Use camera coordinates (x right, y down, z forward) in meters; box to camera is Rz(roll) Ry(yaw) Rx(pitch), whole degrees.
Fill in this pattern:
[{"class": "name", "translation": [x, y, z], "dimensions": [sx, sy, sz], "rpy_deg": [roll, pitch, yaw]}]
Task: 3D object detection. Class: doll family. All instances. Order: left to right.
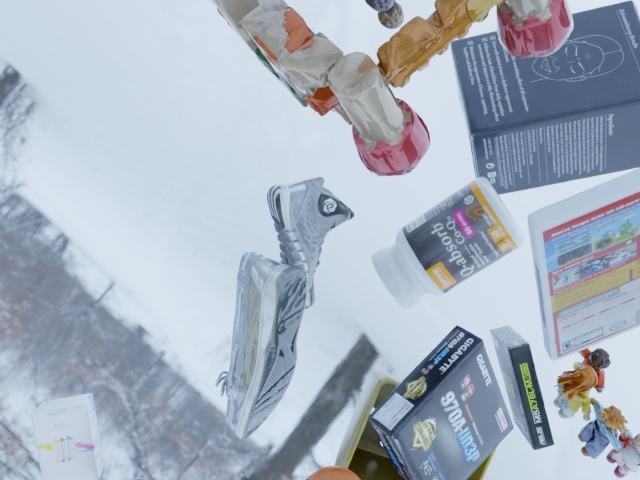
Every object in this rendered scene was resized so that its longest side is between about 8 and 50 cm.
[{"class": "doll family", "translation": [0.497, 0.315, 1.609], "dimensions": [0.163, 0.118, 0.263], "rpy_deg": [99, 153, -58]}]

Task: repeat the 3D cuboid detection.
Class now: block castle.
[{"class": "block castle", "translation": [0.046, -0.311, 1.076], "dimensions": [0.453, 0.303, 0.213], "rpy_deg": [50, -179, 31]}]

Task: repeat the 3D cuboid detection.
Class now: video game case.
[{"class": "video game case", "translation": [0.337, 0.023, 0.988], "dimensions": [0.285, 0.204, 0.025], "rpy_deg": [65, -177, -52]}]

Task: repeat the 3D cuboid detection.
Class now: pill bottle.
[{"class": "pill bottle", "translation": [0.250, 0.010, 1.768], "dimensions": [0.162, 0.278, 0.162], "rpy_deg": [52, -168, -16]}]

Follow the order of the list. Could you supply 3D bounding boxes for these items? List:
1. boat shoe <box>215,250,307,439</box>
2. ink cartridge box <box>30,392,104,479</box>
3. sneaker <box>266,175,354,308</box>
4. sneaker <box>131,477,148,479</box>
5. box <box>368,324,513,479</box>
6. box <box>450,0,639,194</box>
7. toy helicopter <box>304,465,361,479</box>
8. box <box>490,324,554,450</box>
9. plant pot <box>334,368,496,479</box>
[{"class": "boat shoe", "translation": [-0.104, 0.172, 1.428], "dimensions": [0.103, 0.118, 0.320], "rpy_deg": [24, 120, 24]}, {"class": "ink cartridge box", "translation": [-0.410, 0.335, 1.460], "dimensions": [0.092, 0.090, 0.143], "rpy_deg": [-165, 65, -82]}, {"class": "sneaker", "translation": [0.000, 0.000, 1.449], "dimensions": [0.086, 0.132, 0.229], "rpy_deg": [-133, 28, -55]}, {"class": "sneaker", "translation": [-0.378, 0.425, 1.478], "dimensions": [0.064, 0.192, 0.086], "rpy_deg": [-25, 90, 59]}, {"class": "box", "translation": [0.168, 0.245, 1.200], "dimensions": [0.051, 0.175, 0.220], "rpy_deg": [31, 156, 43]}, {"class": "box", "translation": [0.499, -0.298, 1.890], "dimensions": [0.212, 0.395, 0.293], "rpy_deg": [67, -164, -51]}, {"class": "toy helicopter", "translation": [0.065, 0.444, 1.044], "dimensions": [0.355, 0.235, 0.140], "rpy_deg": [32, 143, -10]}, {"class": "box", "translation": [0.359, 0.258, 1.598], "dimensions": [0.191, 0.045, 0.184], "rpy_deg": [-76, -31, -85]}, {"class": "plant pot", "translation": [0.136, 0.320, 1.435], "dimensions": [0.212, 0.212, 0.187], "rpy_deg": [20, -174, -11]}]
